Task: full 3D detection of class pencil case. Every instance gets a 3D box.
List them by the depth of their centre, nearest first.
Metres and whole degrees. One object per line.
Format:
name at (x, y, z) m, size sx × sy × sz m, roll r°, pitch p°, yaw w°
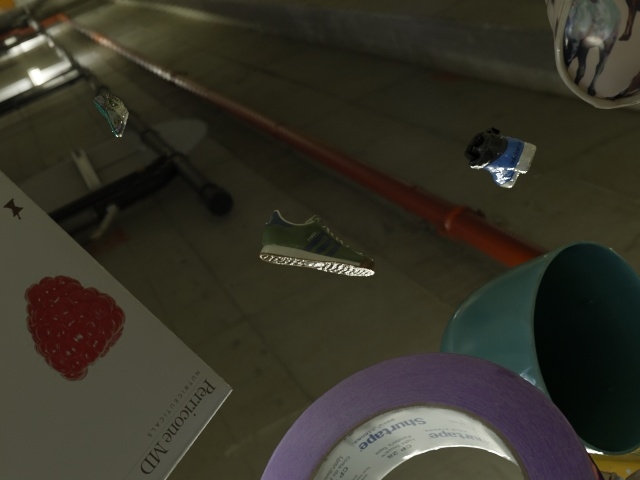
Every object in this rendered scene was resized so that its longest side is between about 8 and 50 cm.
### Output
pencil case at (0.352, -0.312, 1.131) m, size 0.160 × 0.183 × 0.410 m, roll 20°, pitch -148°, yaw -1°

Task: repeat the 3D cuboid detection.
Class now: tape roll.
tape roll at (0.083, 0.227, 0.724) m, size 0.275 × 0.090 × 0.274 m, roll -16°, pitch -128°, yaw 21°

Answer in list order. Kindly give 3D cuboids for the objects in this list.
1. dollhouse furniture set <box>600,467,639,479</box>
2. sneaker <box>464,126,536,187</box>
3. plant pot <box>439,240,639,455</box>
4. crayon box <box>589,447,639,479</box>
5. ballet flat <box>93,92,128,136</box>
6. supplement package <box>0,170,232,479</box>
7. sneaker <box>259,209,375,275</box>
dollhouse furniture set at (0.397, 0.367, 1.162) m, size 0.182 × 0.101 × 0.160 m, roll 9°, pitch -111°, yaw 9°
sneaker at (0.242, -0.117, 1.322) m, size 0.085 × 0.058 × 0.152 m, roll 21°, pitch 177°, yaw 3°
plant pot at (0.316, 0.169, 1.377) m, size 0.235 × 0.293 × 0.293 m, roll -21°, pitch -164°, yaw 50°
crayon box at (0.530, 0.418, 1.433) m, size 0.323 × 0.203 × 0.083 m, roll -7°, pitch -174°, yaw 40°
ballet flat at (-0.329, -0.205, 1.513) m, size 0.041 × 0.041 × 0.114 m, roll -28°, pitch -137°, yaw -12°
supplement package at (-0.250, 0.092, 0.721) m, size 0.175 × 0.293 × 0.177 m, roll -26°, pitch -157°, yaw 54°
sneaker at (0.000, 0.000, 1.507) m, size 0.192 × 0.086 × 0.064 m, roll 10°, pitch 164°, yaw -18°
